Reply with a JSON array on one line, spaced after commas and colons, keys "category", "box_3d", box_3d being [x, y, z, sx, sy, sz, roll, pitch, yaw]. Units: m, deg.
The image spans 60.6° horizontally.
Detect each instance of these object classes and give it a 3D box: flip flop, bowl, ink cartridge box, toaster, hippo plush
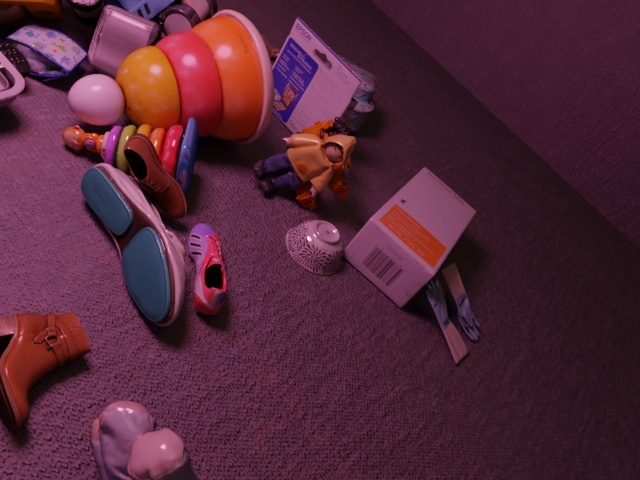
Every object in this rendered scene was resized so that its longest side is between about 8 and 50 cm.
[{"category": "flip flop", "box_3d": [-0.159, -0.688, 2.022, 0.277, 0.080, 0.112, 49, 39, 14]}, {"category": "bowl", "box_3d": [0.000, 0.000, 1.445, 0.170, 0.080, 0.170, 21, 40, -19]}, {"category": "ink cartridge box", "box_3d": [-0.028, -0.477, 1.724, 0.304, 0.307, 0.072, 49, 38, 14]}, {"category": "toaster", "box_3d": [-0.520, -0.524, 1.464, 0.146, 0.227, 0.129, 21, 15, -17]}, {"category": "hippo plush", "box_3d": [-0.291, 0.396, 0.761, 0.236, 0.234, 0.295, -39, 122, -34]}]

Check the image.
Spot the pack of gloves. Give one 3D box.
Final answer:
[{"category": "pack of gloves", "box_3d": [0.360, 0.199, 1.530, 0.195, 0.046, 0.232, -23, 91, -50]}]

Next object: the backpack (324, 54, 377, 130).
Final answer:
[{"category": "backpack", "box_3d": [0.090, -0.523, 1.975, 0.225, 0.191, 0.254, 24, 45, -17]}]

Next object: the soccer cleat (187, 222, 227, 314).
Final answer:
[{"category": "soccer cleat", "box_3d": [-0.240, 0.047, 1.197, 0.082, 0.095, 0.248, 14, 44, -27]}]

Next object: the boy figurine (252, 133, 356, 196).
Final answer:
[{"category": "boy figurine", "box_3d": [-0.032, -0.203, 1.466, 0.177, 0.284, 0.092, 68, 26, -16]}]

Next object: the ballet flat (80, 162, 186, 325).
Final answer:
[{"category": "ballet flat", "box_3d": [-0.360, -0.004, 1.145, 0.139, 0.139, 0.400, -13, 59, -45]}]

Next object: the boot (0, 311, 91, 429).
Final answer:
[{"category": "boot", "box_3d": [-0.453, 0.199, 0.897, 0.152, 0.073, 0.197, -2, 55, -45]}]

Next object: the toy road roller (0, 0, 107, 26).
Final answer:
[{"category": "toy road roller", "box_3d": [-0.695, -0.682, 1.375, 0.329, 0.241, 0.202, -8, 9, -16]}]

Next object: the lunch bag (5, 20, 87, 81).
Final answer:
[{"category": "lunch bag", "box_3d": [-0.683, -0.468, 1.377, 0.151, 0.096, 0.129, 17, 41, -10]}]

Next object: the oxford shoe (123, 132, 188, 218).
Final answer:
[{"category": "oxford shoe", "box_3d": [-0.368, -0.125, 1.204, 0.212, 0.076, 0.076, 61, 19, -27]}]

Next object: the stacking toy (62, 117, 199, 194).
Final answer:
[{"category": "stacking toy", "box_3d": [-0.445, -0.212, 1.278, 0.301, 0.175, 0.166, 12, 41, -13]}]

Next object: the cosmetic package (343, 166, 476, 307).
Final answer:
[{"category": "cosmetic package", "box_3d": [0.277, -0.026, 1.623, 0.230, 0.162, 0.453, 41, 37, 5]}]

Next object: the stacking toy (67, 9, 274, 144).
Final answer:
[{"category": "stacking toy", "box_3d": [-0.389, -0.387, 1.378, 0.479, 0.351, 0.351, -18, 63, -34]}]

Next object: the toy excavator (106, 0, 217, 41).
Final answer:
[{"category": "toy excavator", "box_3d": [-0.589, -0.722, 1.578, 0.445, 0.432, 0.222, 53, 31, -28]}]

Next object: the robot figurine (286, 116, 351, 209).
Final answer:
[{"category": "robot figurine", "box_3d": [0.001, -0.236, 1.611, 0.085, 0.210, 0.291, 51, 30, -47]}]

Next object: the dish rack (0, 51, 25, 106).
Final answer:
[{"category": "dish rack", "box_3d": [-0.826, -0.335, 1.119, 0.285, 0.072, 0.332, 46, 48, 10]}]

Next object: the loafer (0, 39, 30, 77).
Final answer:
[{"category": "loafer", "box_3d": [-0.780, -0.439, 1.284, 0.223, 0.078, 0.076, 33, 32, 1]}]
